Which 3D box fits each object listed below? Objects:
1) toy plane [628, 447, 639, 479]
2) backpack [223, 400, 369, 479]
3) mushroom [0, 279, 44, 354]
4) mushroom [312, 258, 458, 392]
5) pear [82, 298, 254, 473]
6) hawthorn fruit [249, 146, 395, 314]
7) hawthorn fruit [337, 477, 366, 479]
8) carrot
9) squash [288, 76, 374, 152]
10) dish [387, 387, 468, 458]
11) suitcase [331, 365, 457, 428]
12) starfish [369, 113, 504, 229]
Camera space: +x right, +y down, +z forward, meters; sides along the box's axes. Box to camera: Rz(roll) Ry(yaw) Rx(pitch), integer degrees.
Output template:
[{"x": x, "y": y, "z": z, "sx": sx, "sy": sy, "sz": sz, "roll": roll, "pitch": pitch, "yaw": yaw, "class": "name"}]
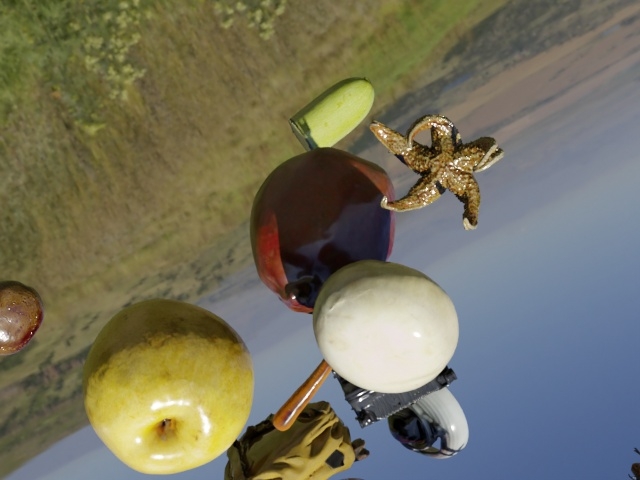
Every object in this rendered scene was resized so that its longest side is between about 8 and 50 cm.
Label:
[{"x": 0.690, "y": 0.488, "z": 1.687, "sx": 0.060, "sy": 0.037, "sz": 0.145, "roll": -62, "pitch": -160, "yaw": 2, "class": "toy plane"}, {"x": -0.079, "y": 0.541, "z": 2.043, "sx": 0.354, "sy": 0.201, "sz": 0.378, "roll": -32, "pitch": -173, "yaw": -14, "class": "backpack"}, {"x": -0.519, "y": 0.126, "z": 1.338, "sx": 0.127, "sy": 0.127, "sz": 0.087, "roll": -26, "pitch": -159, "yaw": -25, "class": "mushroom"}, {"x": 0.115, "y": 0.135, "z": 1.382, "sx": 0.246, "sy": 0.246, "sz": 0.202, "roll": -29, "pitch": -165, "yaw": 35, "class": "mushroom"}, {"x": -0.265, "y": 0.248, "z": 1.428, "sx": 0.314, "sy": 0.314, "sz": 0.314, "roll": -27, "pitch": 177, "yaw": -1, "class": "pear"}, {"x": 0.005, "y": -0.014, "z": 1.596, "sx": 0.309, "sy": 0.324, "sz": 0.308, "roll": 4, "pitch": 166, "yaw": 1, "class": "hawthorn fruit"}, {"x": 0.037, "y": 0.720, "z": 2.000, "sx": 0.308, "sy": 0.275, "sz": 0.276, "roll": -18, "pitch": -178, "yaw": 28, "class": "hawthorn fruit"}, {"x": -0.023, "y": 0.276, "z": 1.500, "sx": 0.190, "sy": 0.037, "sz": 0.037, "roll": -51, "pitch": 173, "yaw": 10, "class": "carrot"}, {"x": 0.044, "y": -0.341, "z": 2.172, "sx": 0.247, "sy": 0.132, "sz": 0.132, "roll": -37, "pitch": 178, "yaw": -3, "class": "squash"}, {"x": 0.246, "y": 0.486, "z": 2.173, "sx": 0.134, "sy": 0.273, "sz": 0.273, "roll": -32, "pitch": 180, "yaw": -34, "class": "dish"}, {"x": 0.147, "y": 0.278, "z": 1.786, "sx": 0.230, "sy": 0.152, "sz": 0.335, "roll": -27, "pitch": 176, "yaw": -2, "class": "suitcase"}, {"x": 0.144, "y": -0.097, "z": 1.092, "sx": 0.146, "sy": 0.190, "sz": 0.074, "roll": -64, "pitch": 164, "yaw": 7, "class": "starfish"}]
